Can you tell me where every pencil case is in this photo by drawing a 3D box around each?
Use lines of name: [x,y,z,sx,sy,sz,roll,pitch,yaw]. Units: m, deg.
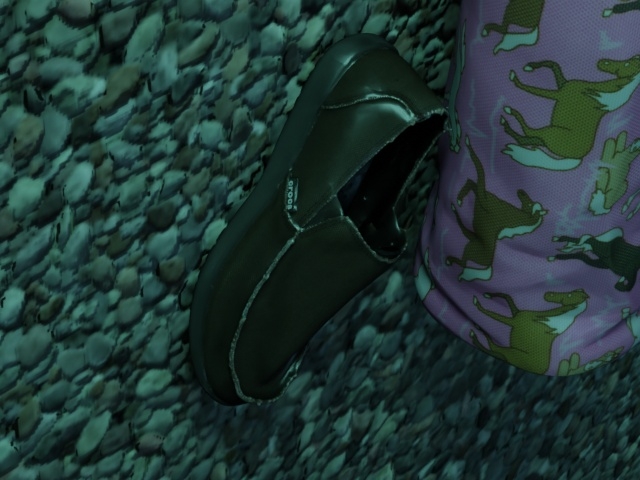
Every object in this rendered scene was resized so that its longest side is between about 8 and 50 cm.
pencil case: [0.137,-0.107,0.977,0.167,0.160,0.386,-32,141,-36]

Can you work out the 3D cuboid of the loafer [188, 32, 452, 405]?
loafer: [0.000,0.000,0.967,0.080,0.078,0.220,3,115,-54]
